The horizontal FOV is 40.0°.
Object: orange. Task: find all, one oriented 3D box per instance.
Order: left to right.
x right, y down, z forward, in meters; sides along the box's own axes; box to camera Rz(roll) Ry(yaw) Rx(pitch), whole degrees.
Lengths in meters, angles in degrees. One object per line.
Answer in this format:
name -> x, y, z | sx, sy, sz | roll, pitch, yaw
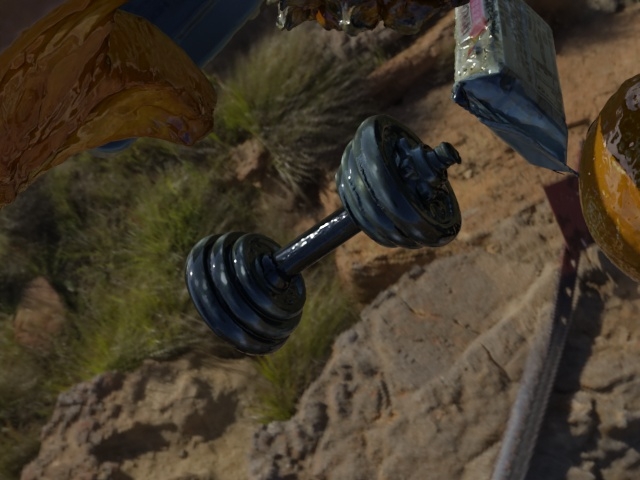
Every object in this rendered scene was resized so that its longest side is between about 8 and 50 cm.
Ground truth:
orange -> 0.519, -0.076, 1.180 | 0.340, 0.340, 0.293 | -14, 49, 19

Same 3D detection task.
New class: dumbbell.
dumbbell -> 0.000, 0.000, 1.082 | 0.406, 0.179, 0.179 | -34, 60, 27

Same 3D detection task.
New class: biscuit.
biscuit -> 0.227, -0.221, 1.085 | 0.079, 0.186, 0.309 | -39, 32, 38

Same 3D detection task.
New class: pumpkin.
pumpkin -> -0.160, -0.041, 0.419 | 0.095, 0.290, 0.258 | 44, 81, -1

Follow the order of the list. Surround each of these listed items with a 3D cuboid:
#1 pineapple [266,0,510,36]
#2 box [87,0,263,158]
pineapple -> 0.002, -0.188, 0.538 | 0.135, 0.079, 0.233 | -32, 46, 0
box -> -0.310, -0.352, 1.224 | 0.373, 0.090, 0.367 | 41, 74, -9
